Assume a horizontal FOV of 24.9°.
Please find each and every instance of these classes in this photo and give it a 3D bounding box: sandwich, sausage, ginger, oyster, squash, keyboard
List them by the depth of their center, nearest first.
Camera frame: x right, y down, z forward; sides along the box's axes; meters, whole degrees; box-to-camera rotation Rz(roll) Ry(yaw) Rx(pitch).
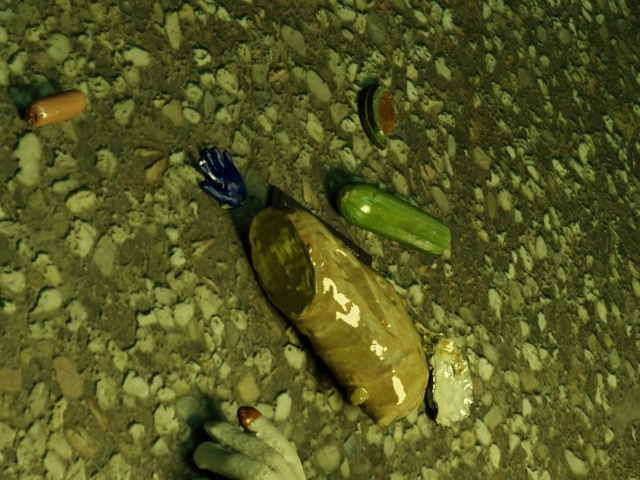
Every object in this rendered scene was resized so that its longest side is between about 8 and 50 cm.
[{"bbox_3d":[-0.306,-0.153,1.673,0.083,0.034,0.034,-24,93,-52],"label":"sausage"},{"bbox_3d":[0.030,0.090,1.890,0.354,0.126,0.190,50,48,-25],"label":"ginger"},{"bbox_3d":[0.000,0.000,1.983,0.204,0.013,0.061,35,50,-35],"label":"keyboard"},{"bbox_3d":[0.176,0.199,2.077,0.146,0.045,0.121,48,40,-36],"label":"oyster"},{"bbox_3d":[0.107,-0.031,2.083,0.229,0.066,0.066,22,58,-45],"label":"squash"},{"bbox_3d":[0.088,-0.190,2.157,0.069,0.026,0.101,42,46,-29],"label":"sandwich"}]

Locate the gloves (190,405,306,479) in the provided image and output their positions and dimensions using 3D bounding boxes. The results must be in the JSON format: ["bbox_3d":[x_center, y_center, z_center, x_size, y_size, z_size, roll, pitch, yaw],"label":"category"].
[{"bbox_3d":[-0.068,0.302,1.688,0.140,0.131,0.218,12,75,-49],"label":"gloves"}]

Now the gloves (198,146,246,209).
[{"bbox_3d":[-0.128,-0.080,1.856,0.064,0.026,0.086,-27,96,-49],"label":"gloves"}]
